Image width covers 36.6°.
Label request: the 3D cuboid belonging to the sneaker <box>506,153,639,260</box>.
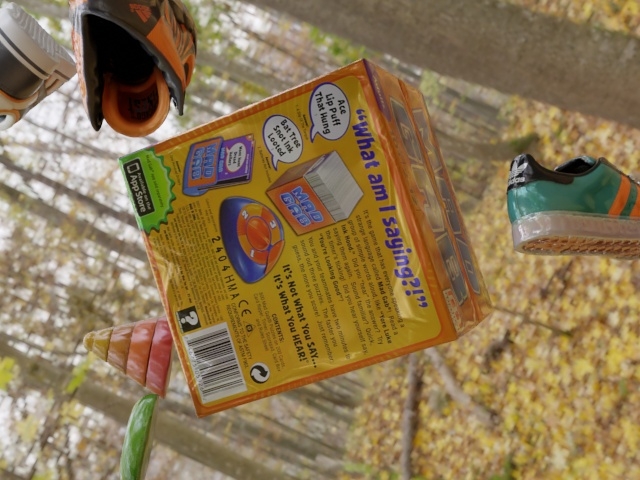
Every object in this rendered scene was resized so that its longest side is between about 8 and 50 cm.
[{"bbox_3d":[0.354,-0.046,1.176,0.108,0.302,0.121,-30,62,55],"label":"sneaker"}]

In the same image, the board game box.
[{"bbox_3d":[0.000,0.000,1.353,0.356,0.357,0.356,-19,-4,17],"label":"board game box"}]

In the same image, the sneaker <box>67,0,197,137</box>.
[{"bbox_3d":[-0.183,-0.167,0.927,0.321,0.124,0.180,70,-173,-73],"label":"sneaker"}]

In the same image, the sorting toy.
[{"bbox_3d":[-0.270,0.230,1.232,0.366,0.126,0.127,-84,6,-47],"label":"sorting toy"}]

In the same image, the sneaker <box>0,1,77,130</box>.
[{"bbox_3d":[-0.398,-0.223,1.237,0.127,0.126,0.321,-44,12,2],"label":"sneaker"}]
